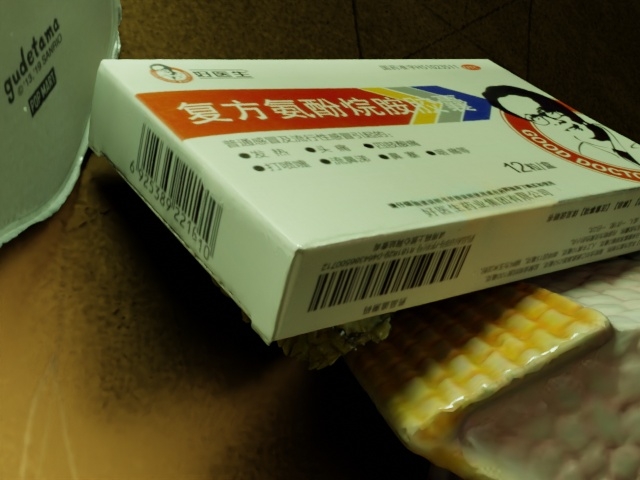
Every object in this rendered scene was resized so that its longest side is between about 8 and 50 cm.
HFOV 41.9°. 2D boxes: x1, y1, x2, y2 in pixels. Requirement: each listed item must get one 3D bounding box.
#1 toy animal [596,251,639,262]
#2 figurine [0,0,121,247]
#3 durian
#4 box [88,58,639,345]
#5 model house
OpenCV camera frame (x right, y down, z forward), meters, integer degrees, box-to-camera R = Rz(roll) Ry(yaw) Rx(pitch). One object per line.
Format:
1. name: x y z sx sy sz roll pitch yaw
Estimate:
1. toy animal: 0.339 0.000 0.714 0.235 0.165 0.187 -31 105 -40
2. figurine: -0.217 -0.100 0.465 0.141 0.166 0.250 5 33 8
3. durian: 0.002 0.012 0.558 0.140 0.078 0.224 27 29 13
4. box: 0.059 -0.051 0.545 0.353 0.069 0.214 -8 37 -38
5. model house: 0.137 0.132 0.531 0.238 0.202 0.236 0 103 -11
